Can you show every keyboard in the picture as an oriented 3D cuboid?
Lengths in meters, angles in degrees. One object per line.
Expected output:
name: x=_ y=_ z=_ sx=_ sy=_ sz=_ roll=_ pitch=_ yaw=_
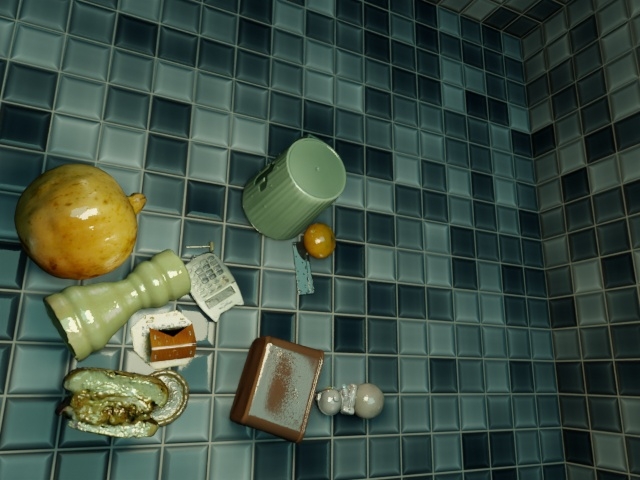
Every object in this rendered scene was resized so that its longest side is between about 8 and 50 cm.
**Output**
keyboard: x=-0.076 y=0.117 z=2.132 sx=0.072 sy=0.023 sz=0.231 roll=-3 pitch=78 yaw=-20

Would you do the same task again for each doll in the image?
doll: x=0.115 y=0.651 z=2.023 sx=0.287 sy=0.151 sz=0.151 roll=6 pitch=74 yaw=-21

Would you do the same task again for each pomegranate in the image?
pomegranate: x=-0.766 y=-0.068 z=1.643 sx=0.410 sy=0.410 sz=0.410 roll=7 pitch=74 yaw=-25

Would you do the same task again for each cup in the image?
cup: x=-0.116 y=-0.244 z=2.006 sx=0.310 sy=0.392 sz=0.401 roll=-7 pitch=75 yaw=-34

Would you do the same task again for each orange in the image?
orange: x=0.000 y=0.000 z=2.128 sx=0.156 sy=0.124 sz=0.156 roll=32 pitch=49 yaw=-46

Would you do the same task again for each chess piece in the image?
chess piece: x=-0.672 y=0.202 z=1.710 sx=0.442 sy=0.234 sz=0.234 roll=-29 pitch=91 yaw=-34

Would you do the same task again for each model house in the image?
model house: x=-0.549 y=0.351 z=1.767 sx=0.219 sy=0.136 sz=0.207 roll=0 pitch=78 yaw=-27

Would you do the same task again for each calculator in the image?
calculator: x=-0.422 y=0.170 z=1.933 sx=0.177 sy=0.040 sz=0.268 roll=-30 pitch=91 yaw=-30

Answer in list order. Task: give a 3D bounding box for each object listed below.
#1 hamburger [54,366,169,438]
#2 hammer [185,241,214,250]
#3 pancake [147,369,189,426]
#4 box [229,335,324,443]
hamburger: x=-0.662 y=0.510 z=1.591 sx=0.318 sy=0.277 sz=0.195 roll=17 pitch=74 yaw=-22
hammer: x=-0.472 y=0.024 z=1.960 sx=0.110 sy=0.019 sz=0.036 roll=-1 pitch=77 yaw=-24
pancake: x=-0.563 y=0.556 z=1.772 sx=0.199 sy=0.021 sz=0.199 roll=7 pitch=73 yaw=-24
box: x=-0.167 y=0.542 z=1.854 sx=0.229 sy=0.239 sz=0.339 roll=23 pitch=68 yaw=-17
